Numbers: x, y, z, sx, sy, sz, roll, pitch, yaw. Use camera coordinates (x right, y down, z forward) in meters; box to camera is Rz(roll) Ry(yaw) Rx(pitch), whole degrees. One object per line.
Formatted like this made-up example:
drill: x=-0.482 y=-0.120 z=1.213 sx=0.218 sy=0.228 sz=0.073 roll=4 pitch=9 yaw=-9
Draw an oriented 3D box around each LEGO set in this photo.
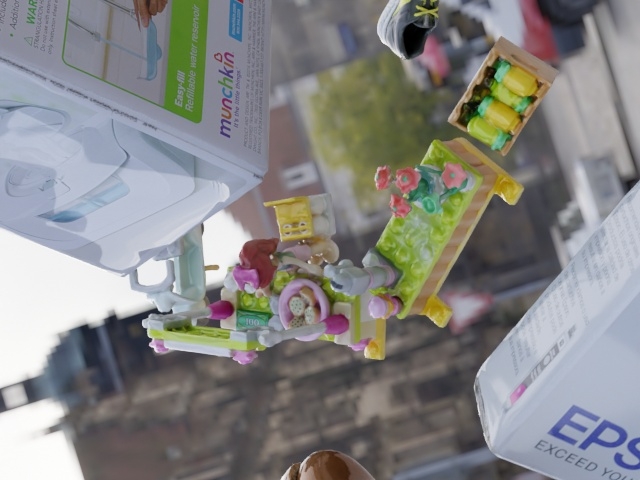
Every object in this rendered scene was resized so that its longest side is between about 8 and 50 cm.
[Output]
LEGO set: x=0.000 y=0.000 z=1.008 sx=0.107 sy=0.287 sz=0.132 roll=-8 pitch=-102 yaw=-51

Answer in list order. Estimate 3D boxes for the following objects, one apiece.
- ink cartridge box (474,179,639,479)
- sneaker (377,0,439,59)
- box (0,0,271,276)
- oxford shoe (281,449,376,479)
ink cartridge box: x=0.296 y=0.031 z=0.904 sx=0.324 sy=0.330 sz=0.071 roll=23 pitch=-146 yaw=-22
sneaker: x=0.060 y=-0.142 z=1.118 sx=0.035 sy=0.031 sz=0.083 roll=-119 pitch=38 yaw=-46
box: x=-0.145 y=-0.152 z=0.895 sx=0.231 sy=0.126 sz=0.262 roll=22 pitch=-128 yaw=-32
oxford shoe: x=0.057 y=0.144 z=0.881 sx=0.076 sy=0.076 sz=0.212 roll=19 pitch=-169 yaw=-40
